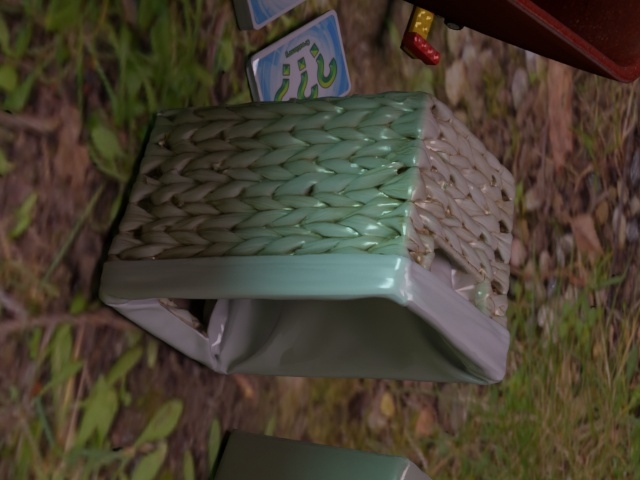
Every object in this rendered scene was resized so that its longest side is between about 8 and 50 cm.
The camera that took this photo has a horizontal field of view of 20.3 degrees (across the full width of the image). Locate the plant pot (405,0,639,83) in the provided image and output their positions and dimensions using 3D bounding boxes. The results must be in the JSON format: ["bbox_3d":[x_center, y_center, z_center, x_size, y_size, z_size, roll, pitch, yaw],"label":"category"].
[{"bbox_3d":[0.014,-0.246,0.728,0.267,0.236,0.267,23,85,-52],"label":"plant pot"}]

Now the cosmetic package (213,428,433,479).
[{"bbox_3d":[-0.016,0.270,0.890,0.160,0.113,0.309,45,59,-49],"label":"cosmetic package"}]

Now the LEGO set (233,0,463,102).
[{"bbox_3d":[0.041,-0.177,0.964,0.244,0.060,0.182,-36,124,-44],"label":"LEGO set"}]

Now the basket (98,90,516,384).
[{"bbox_3d":[0.000,0.000,0.833,0.113,0.167,0.103,39,57,-51],"label":"basket"}]
